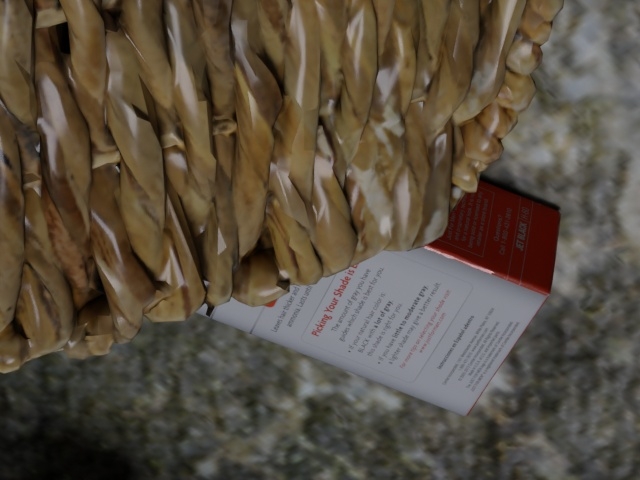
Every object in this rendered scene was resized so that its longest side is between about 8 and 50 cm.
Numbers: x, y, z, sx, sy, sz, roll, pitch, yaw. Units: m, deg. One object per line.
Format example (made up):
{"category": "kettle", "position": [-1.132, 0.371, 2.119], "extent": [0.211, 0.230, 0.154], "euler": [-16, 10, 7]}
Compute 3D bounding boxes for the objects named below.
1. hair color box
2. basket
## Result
{"category": "hair color box", "position": [0.000, 0.000, 0.615], "extent": [0.141, 0.043, 0.072], "euler": [22, 134, -7]}
{"category": "basket", "position": [-0.066, -0.152, 0.455], "extent": [0.213, 0.223, 0.299], "euler": [-18, 134, -13]}
